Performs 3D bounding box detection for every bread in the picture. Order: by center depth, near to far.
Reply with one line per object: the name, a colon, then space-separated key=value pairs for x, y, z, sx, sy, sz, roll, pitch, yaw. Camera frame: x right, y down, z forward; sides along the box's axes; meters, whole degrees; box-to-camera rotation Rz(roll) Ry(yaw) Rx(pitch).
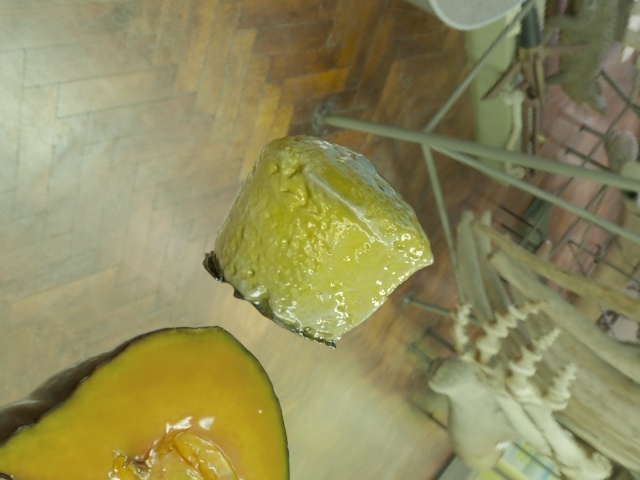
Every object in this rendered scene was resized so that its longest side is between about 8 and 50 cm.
bread: x=-0.001 y=-0.004 z=0.722 sx=0.170 sy=0.197 sz=0.197 roll=-53 pitch=156 yaw=13

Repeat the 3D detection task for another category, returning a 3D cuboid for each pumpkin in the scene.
pumpkin: x=-0.140 y=0.128 z=0.552 sx=0.254 sy=0.131 sz=0.149 roll=34 pitch=62 yaw=-40
